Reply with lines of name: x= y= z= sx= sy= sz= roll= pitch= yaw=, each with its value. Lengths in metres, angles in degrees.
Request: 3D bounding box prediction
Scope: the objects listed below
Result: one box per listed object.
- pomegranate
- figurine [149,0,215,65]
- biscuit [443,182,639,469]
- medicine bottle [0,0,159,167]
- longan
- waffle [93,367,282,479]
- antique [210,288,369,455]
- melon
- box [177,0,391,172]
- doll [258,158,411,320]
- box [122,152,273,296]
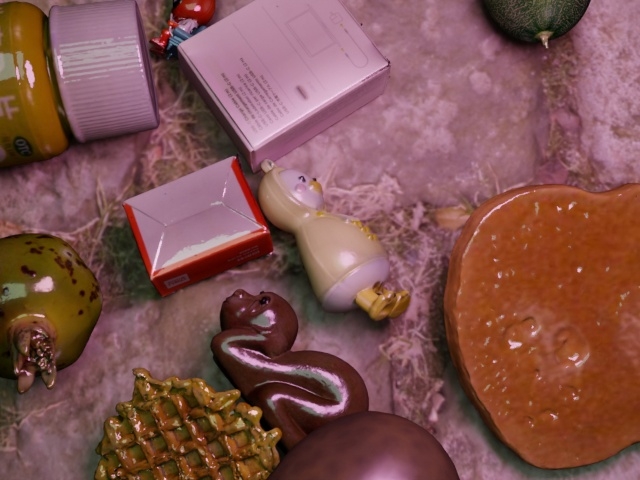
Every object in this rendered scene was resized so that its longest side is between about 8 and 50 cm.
pomegranate: x=-0.379 y=0.108 z=1.186 sx=0.198 sy=0.198 sz=0.246 roll=-21 pitch=60 yaw=-8
figurine: x=-0.202 y=-0.338 z=1.393 sx=0.075 sy=0.068 sz=0.140 roll=24 pitch=72 yaw=-2
biscuit: x=0.351 y=0.109 z=1.237 sx=0.365 sy=0.062 sz=0.385 roll=-10 pitch=93 yaw=-5
medicine bottle: x=-0.432 y=-0.216 z=1.271 sx=0.384 sy=0.224 sz=0.224 roll=-10 pitch=74 yaw=-6
longan: x=0.054 y=0.348 z=1.058 sx=0.300 sy=0.243 sz=0.300 roll=2 pitch=81 yaw=-13
waffle: x=-0.173 y=0.293 z=1.170 sx=0.254 sy=0.052 sz=0.245 roll=17 pitch=100 yaw=13
antique: x=-0.043 y=0.177 z=1.218 sx=0.143 sy=0.121 sz=0.257 roll=-39 pitch=80 yaw=-12
melon: x=0.326 y=-0.420 z=1.375 sx=0.182 sy=0.182 sz=0.287 roll=2 pitch=72 yaw=-1
box: x=-0.053 y=-0.256 z=1.354 sx=0.252 sy=0.106 sz=0.203 roll=-33 pitch=78 yaw=-12
doll: x=0.008 y=-0.008 z=1.270 sx=0.117 sy=0.141 sz=0.296 roll=-42 pitch=73 yaw=27
box: x=-0.169 y=-0.018 z=1.285 sx=0.182 sy=0.099 sz=0.133 roll=-24 pitch=73 yaw=-7
